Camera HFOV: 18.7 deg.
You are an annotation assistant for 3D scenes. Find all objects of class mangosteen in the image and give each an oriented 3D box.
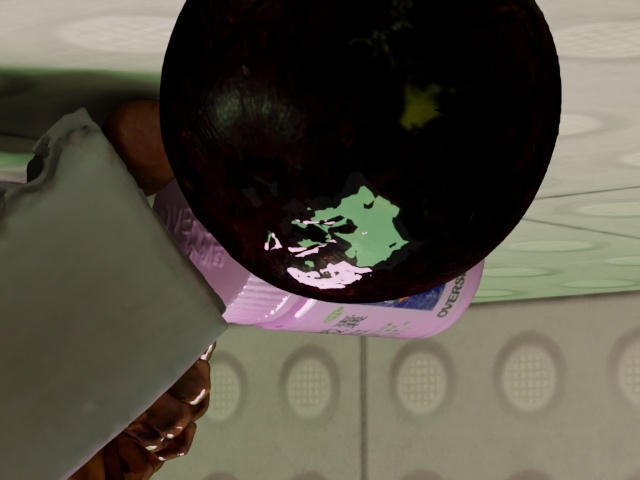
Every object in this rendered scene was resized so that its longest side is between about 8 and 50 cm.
[{"bbox_3d":[0.031,-0.090,1.095,0.228,0.228,0.265,-5,-147,33],"label":"mangosteen"}]

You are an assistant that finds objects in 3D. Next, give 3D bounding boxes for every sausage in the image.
[{"bbox_3d":[-0.154,-0.075,1.648,0.076,0.076,0.197,2,172,-14],"label":"sausage"}]

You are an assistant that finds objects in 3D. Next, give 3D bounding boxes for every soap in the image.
[{"bbox_3d":[-0.285,0.094,1.677,0.213,0.350,0.435,47,169,-8],"label":"soap"}]

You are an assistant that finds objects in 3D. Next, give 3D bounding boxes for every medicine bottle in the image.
[{"bbox_3d":[0.000,0.000,1.842,0.291,0.178,0.178,7,170,-43],"label":"medicine bottle"}]

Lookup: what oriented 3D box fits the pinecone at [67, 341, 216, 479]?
[{"bbox_3d":[-0.274,0.123,2.075,0.384,0.384,0.384,0,173,0],"label":"pinecone"}]
